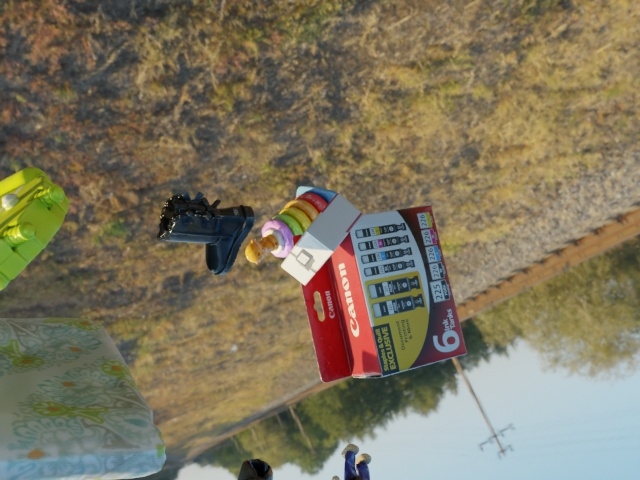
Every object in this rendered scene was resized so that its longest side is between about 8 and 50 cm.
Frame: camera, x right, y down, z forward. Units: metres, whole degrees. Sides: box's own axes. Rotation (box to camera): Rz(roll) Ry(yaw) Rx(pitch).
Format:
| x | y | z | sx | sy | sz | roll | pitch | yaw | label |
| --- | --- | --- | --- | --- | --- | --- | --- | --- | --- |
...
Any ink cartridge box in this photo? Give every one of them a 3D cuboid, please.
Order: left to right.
| x | y | z | sx | sy | sz | roll | pitch | yaw | label |
| --- | --- | --- | --- | --- | --- | --- | --- | --- | --- |
| 0.000 | 0.000 | 1.230 | 0.109 | 0.063 | 0.150 | -52 | 180 | -34 | ink cartridge box |
| 0.114 | 0.106 | 1.342 | 0.271 | 0.310 | 0.130 | -10 | 172 | -26 | ink cartridge box |

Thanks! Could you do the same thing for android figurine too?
| x | y | z | sx | sy | sz | roll | pitch | yaw | label |
| --- | --- | --- | --- | --- | --- | --- | --- | --- | --- |
| -0.397 | 0.008 | 0.786 | 0.272 | 0.056 | 0.248 | -18 | -145 | 33 | android figurine |

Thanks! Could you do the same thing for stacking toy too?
| x | y | z | sx | sy | sz | roll | pitch | yaw | label |
| --- | --- | --- | --- | --- | --- | --- | --- | --- | --- |
| -0.084 | -0.014 | 1.753 | 0.165 | 0.175 | 0.301 | 13 | -149 | 40 | stacking toy |

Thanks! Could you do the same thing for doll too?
| x | y | z | sx | sy | sz | roll | pitch | yaw | label |
| --- | --- | --- | --- | --- | --- | --- | --- | --- | --- |
| 0.071 | 0.470 | 1.266 | 0.046 | 0.129 | 0.189 | -42 | -157 | 17 | doll |

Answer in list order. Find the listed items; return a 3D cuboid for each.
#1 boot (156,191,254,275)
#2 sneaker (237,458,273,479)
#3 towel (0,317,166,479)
| x | y | z | sx | sy | sz | roll | pitch | yaw | label |
| --- | --- | --- | --- | --- | --- | --- | --- | --- | --- |
| -0.142 | -0.005 | 0.793 | 0.099 | 0.045 | 0.121 | 4 | 139 | -31 | boot |
| -0.131 | 0.468 | 1.256 | 0.079 | 0.121 | 0.217 | 17 | 156 | -15 | sneaker |
| -0.413 | 0.205 | 0.912 | 0.320 | 0.090 | 0.374 | 2 | -163 | -30 | towel |
